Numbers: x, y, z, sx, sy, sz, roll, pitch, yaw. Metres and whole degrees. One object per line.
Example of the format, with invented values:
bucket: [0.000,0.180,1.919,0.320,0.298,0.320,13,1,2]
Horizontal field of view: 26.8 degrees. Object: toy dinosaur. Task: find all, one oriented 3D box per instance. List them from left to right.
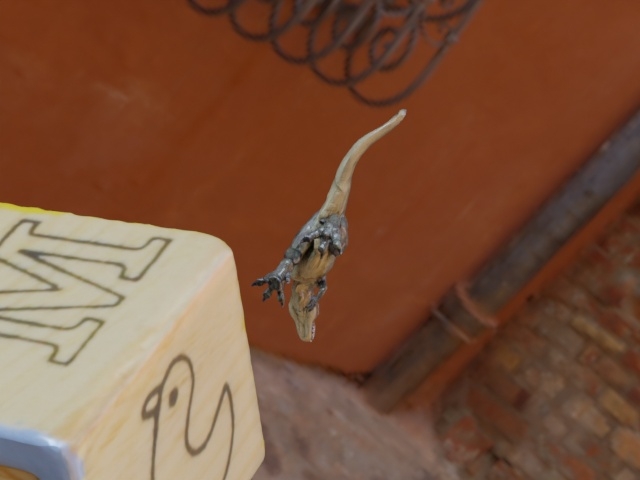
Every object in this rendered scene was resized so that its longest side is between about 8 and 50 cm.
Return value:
toy dinosaur: [0.000,0.000,1.266,0.064,0.268,0.118,30,33,8]

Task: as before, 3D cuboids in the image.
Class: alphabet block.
alphabet block: [-0.167,0.112,0.826,0.194,0.192,0.197,10,38,21]
